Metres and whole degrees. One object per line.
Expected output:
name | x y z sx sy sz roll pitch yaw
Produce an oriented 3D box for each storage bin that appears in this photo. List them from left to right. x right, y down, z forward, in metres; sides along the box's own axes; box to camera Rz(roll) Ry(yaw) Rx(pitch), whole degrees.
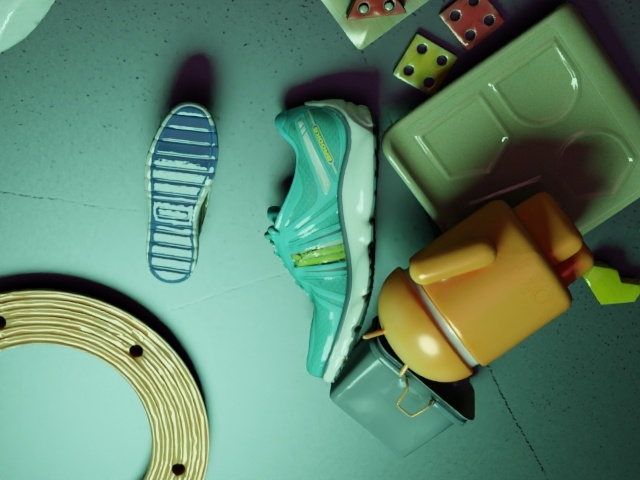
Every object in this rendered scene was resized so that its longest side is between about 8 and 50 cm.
storage bin | 0.077 0.155 1.543 0.135 0.098 0.091 40 113 -14

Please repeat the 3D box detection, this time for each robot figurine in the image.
robot figurine | 0.145 0.047 1.436 0.219 0.158 0.128 -36 93 6

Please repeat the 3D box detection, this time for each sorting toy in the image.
sorting toy | 0.057 -0.257 1.421 0.132 0.046 0.274 -35 107 9
sorting toy | 0.230 -0.054 1.502 0.229 0.041 0.307 -36 113 6

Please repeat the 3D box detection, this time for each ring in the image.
ring | -0.282 0.203 1.571 0.336 0.032 0.336 -1 109 -3

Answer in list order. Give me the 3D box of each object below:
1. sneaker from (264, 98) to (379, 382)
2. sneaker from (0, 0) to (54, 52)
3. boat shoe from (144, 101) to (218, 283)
sneaker | 0.000 0.000 1.486 0.110 0.107 0.275 2 98 4
sneaker | -0.277 -0.274 1.395 0.094 0.080 0.212 31 105 6
boat shoe | -0.137 -0.053 1.470 0.066 0.066 0.183 12 113 -4
